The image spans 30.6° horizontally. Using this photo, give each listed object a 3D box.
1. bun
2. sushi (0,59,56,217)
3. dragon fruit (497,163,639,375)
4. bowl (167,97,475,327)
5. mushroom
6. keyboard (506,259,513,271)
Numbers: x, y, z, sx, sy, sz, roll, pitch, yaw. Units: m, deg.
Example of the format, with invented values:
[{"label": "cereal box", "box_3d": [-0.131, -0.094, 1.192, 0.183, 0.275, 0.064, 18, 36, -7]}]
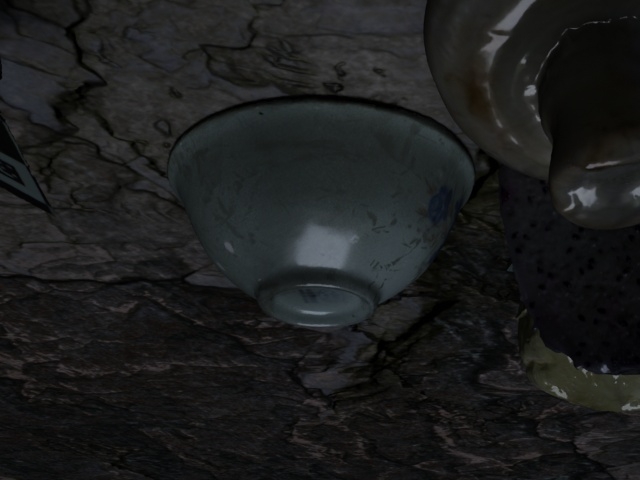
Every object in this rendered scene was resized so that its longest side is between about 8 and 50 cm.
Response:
[{"label": "bun", "box_3d": [0.340, 0.124, 1.359, 0.244, 0.153, 0.244, 3, 165, 1]}, {"label": "sushi", "box_3d": [-0.336, -0.190, 0.784, 0.343, 0.064, 0.359, 28, 160, 14]}, {"label": "dragon fruit", "box_3d": [0.314, 0.002, 0.985, 0.204, 0.221, 0.283, 8, 167, -44]}, {"label": "bowl", "box_3d": [0.000, 0.000, 1.151, 0.313, 0.146, 0.313, 0, 154, 0]}, {"label": "mushroom", "box_3d": [0.192, -0.115, 0.775, 0.243, 0.243, 0.243, 1, 155, 0]}, {"label": "keyboard", "box_3d": [0.302, 0.033, 1.356, 0.166, 0.017, 0.055, 6, 155, -11]}]
